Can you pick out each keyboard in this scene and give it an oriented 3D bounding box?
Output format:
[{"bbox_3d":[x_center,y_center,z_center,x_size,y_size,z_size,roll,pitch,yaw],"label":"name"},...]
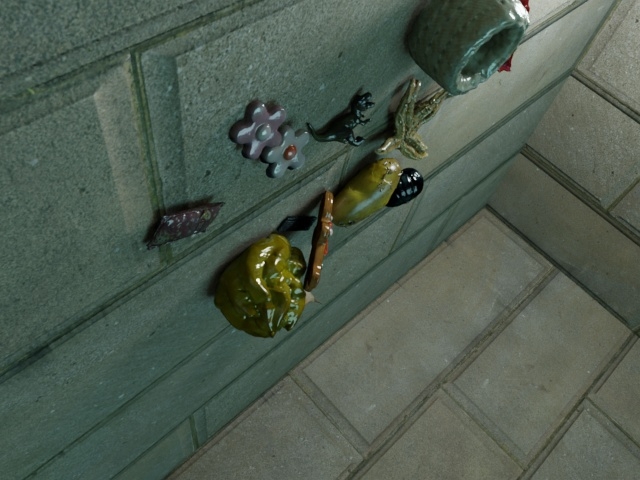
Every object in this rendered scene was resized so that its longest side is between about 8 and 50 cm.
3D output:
[{"bbox_3d":[-0.073,-0.054,1.863,0.061,0.013,0.204,-51,161,18],"label":"keyboard"}]

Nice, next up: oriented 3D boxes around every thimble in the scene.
[{"bbox_3d":[0.388,-0.535,1.507,0.291,0.195,0.291,-30,162,-11],"label":"thimble"}]

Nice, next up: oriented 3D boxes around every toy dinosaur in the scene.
[{"bbox_3d":[0.048,-0.334,1.532,0.178,0.087,0.187,32,86,-35],"label":"toy dinosaur"}]

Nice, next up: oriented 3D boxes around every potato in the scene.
[{"bbox_3d":[0.153,-0.158,1.933,0.300,0.140,0.173,-43,158,4],"label":"potato"}]

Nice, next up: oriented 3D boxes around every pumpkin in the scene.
[{"bbox_3d":[0.293,-0.197,2.140,0.194,0.150,0.194,-43,164,-15],"label":"pumpkin"}]

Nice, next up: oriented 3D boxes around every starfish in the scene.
[{"bbox_3d":[0.326,-0.396,1.894,0.432,0.082,0.324,-10,137,-53],"label":"starfish"}]

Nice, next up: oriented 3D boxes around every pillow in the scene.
[{"bbox_3d":[-0.314,-0.040,1.327,0.185,0.043,0.118,-17,153,-49],"label":"pillow"}]

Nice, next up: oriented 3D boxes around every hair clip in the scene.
[{"bbox_3d":[-0.111,-0.233,1.322,0.146,0.075,0.257,-43,158,6],"label":"hair clip"}]

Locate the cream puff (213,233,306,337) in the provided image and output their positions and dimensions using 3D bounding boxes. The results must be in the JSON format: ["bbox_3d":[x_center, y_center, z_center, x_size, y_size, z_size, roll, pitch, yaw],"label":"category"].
[{"bbox_3d":[-0.153,0.160,1.774,0.291,0.257,0.324,-45,162,11],"label":"cream puff"}]

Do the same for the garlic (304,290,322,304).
[{"bbox_3d":[-0.115,0.245,2.175,0.245,0.164,0.146,-28,139,-55],"label":"garlic"}]

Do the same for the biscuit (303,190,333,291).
[{"bbox_3d":[0.003,0.001,1.821,0.205,0.049,0.324,133,-33,-76],"label":"biscuit"}]

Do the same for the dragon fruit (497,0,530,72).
[{"bbox_3d":[0.509,-0.651,1.717,0.211,0.134,0.262,-16,132,-35],"label":"dragon fruit"}]
